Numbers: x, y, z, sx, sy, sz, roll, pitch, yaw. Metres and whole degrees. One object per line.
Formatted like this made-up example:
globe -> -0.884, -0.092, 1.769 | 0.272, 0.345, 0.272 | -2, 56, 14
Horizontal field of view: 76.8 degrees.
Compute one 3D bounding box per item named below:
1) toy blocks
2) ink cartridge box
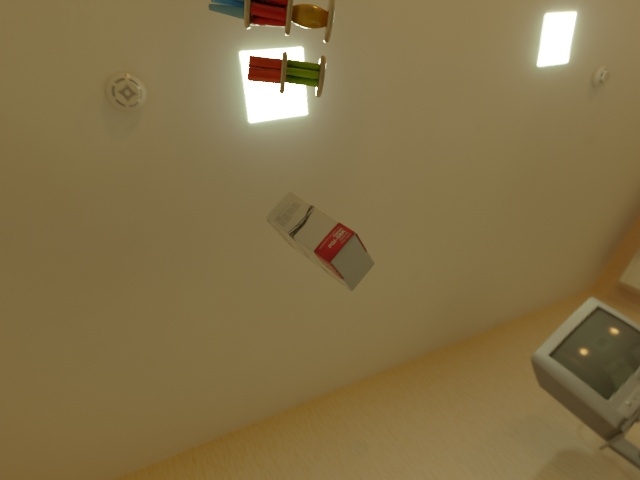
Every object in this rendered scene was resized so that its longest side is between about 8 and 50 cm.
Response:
toy blocks -> -0.064, -0.251, 0.507 | 0.148, 0.054, 0.123 | 6, -54, -7
ink cartridge box -> 0.000, 0.000, 0.579 | 0.056, 0.135, 0.099 | -50, -34, -8
